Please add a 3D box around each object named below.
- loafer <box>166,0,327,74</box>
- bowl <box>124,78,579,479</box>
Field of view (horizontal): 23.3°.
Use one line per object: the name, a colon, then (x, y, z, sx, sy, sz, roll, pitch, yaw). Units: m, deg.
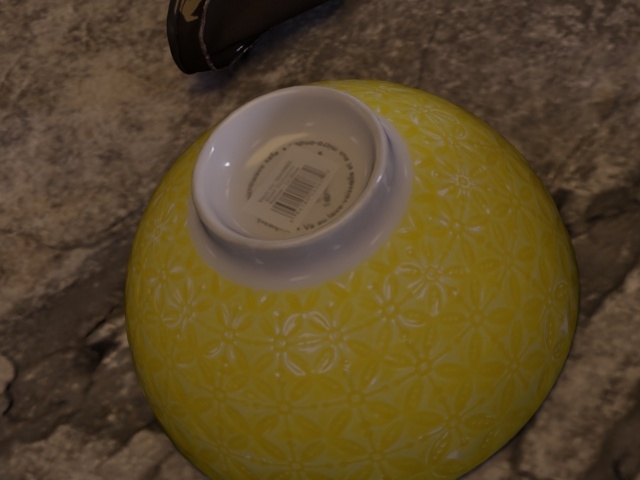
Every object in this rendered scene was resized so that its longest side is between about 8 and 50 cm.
loafer: (-0.024, -0.200, 1.121, 0.078, 0.080, 0.220, 28, 68, 32)
bowl: (0.000, 0.000, 0.926, 0.290, 0.156, 0.289, -9, 54, 13)
